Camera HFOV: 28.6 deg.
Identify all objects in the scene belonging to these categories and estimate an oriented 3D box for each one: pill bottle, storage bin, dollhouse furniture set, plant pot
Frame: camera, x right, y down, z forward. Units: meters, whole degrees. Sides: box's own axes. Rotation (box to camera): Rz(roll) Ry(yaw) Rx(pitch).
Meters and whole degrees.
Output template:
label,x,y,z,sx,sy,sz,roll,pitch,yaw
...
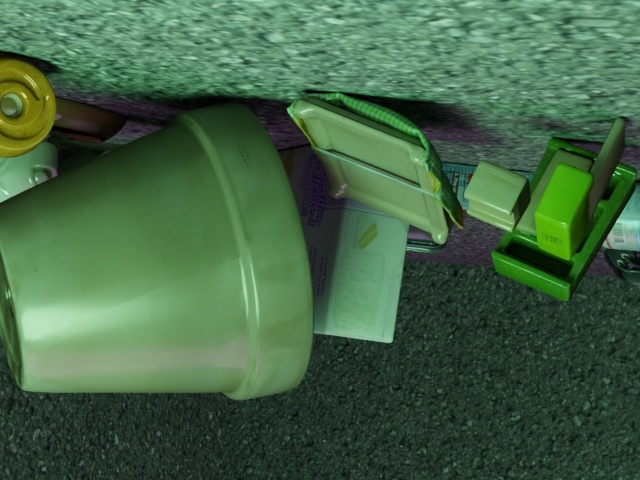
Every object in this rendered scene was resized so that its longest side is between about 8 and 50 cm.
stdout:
label,x,y,z,sx,sy,sz,roll,pitch,yaw
pill bottle,0.427,-0.027,1.541,0.160,0.087,0.087,6,176,30
storage bin,0.126,-0.050,1.881,0.135,0.098,0.091,7,149,8
dollhouse furniture set,0.147,-0.093,1.258,0.302,0.151,0.197,24,162,22
plant pot,-0.193,0.034,1.315,0.280,0.323,0.323,-12,-176,-22
plant pot,-0.365,-0.153,1.582,0.236,0.032,0.236,8,177,0

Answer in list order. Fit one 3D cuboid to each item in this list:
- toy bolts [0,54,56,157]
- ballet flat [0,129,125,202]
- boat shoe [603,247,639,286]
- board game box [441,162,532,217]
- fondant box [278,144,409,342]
label,x,y,z,sx,sy,sz,roll,pitch,yaw
toy bolts,-0.390,-0.085,1.248,0.218,0.228,0.158,0,-179,-35
ballet flat,-0.296,-0.080,1.540,0.400,0.139,0.139,4,177,-13
boat shoe,0.486,0.015,1.876,0.127,0.113,0.340,8,176,1
board game box,0.193,-0.062,1.670,0.194,0.060,0.194,7,177,21
fondant box,0.000,0.000,1.625,0.096,0.238,0.330,10,176,-24
